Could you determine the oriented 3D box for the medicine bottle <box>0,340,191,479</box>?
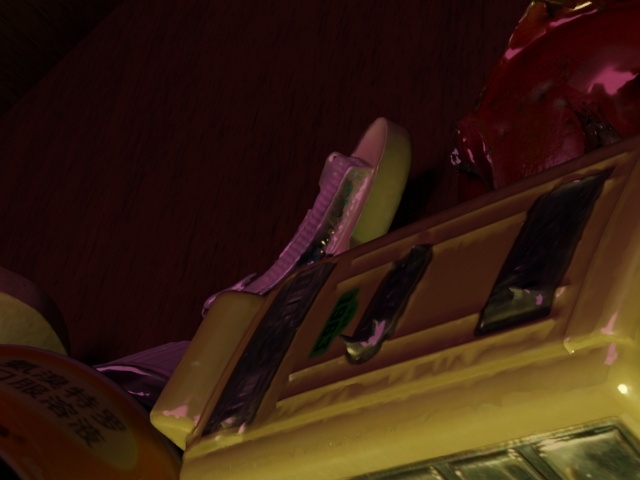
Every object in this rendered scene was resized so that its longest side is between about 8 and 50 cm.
[{"bbox_3d":[-0.155,0.164,0.968,0.242,0.242,0.395,-41,-5,20],"label":"medicine bottle"}]

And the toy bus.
[{"bbox_3d":[0.090,0.081,0.807,0.365,0.202,0.177,-24,32,52],"label":"toy bus"}]

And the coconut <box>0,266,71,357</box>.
[{"bbox_3d":[-0.333,0.127,1.657,0.202,0.202,0.222,-47,14,4],"label":"coconut"}]

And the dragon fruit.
[{"bbox_3d":[0.182,-0.023,0.895,0.269,0.198,0.200,22,107,43],"label":"dragon fruit"}]

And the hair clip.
[{"bbox_3d":[0.002,0.002,1.358,0.218,0.071,0.159,-54,21,2],"label":"hair clip"}]
